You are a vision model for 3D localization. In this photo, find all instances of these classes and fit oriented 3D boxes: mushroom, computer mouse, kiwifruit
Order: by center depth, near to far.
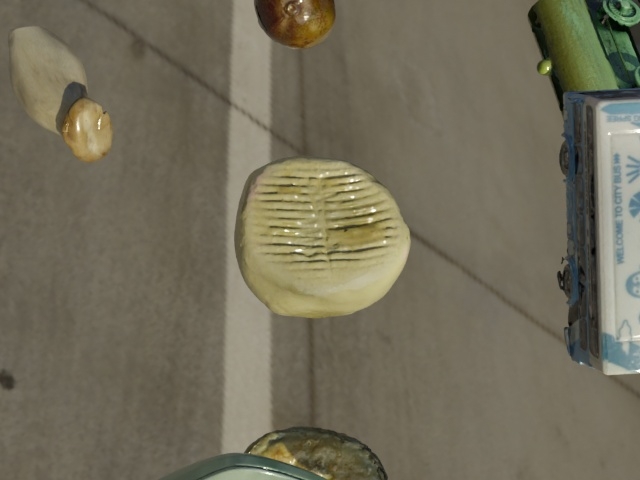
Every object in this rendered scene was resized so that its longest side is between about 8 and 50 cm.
[{"bbox_3d":[-0.022,-0.204,0.983,0.075,0.075,0.124,59,1,-7],"label":"kiwifruit"},{"bbox_3d":[-0.106,0.311,1.213,0.159,0.288,0.097,27,56,-27],"label":"computer mouse"},{"bbox_3d":[-0.321,-0.185,1.370,0.088,0.097,0.212,-7,47,-39],"label":"mushroom"}]

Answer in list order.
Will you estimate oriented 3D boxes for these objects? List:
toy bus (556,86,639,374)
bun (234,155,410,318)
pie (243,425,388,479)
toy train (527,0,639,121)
[{"bbox_3d":[0.316,-0.011,1.178,0.131,0.106,0.297,-122,-152,-82],"label":"toy bus"},{"bbox_3d":[0.000,0.000,1.255,0.128,0.193,0.178,103,-16,-71],"label":"bun"},{"bbox_3d":[-0.019,0.423,1.804,0.055,0.274,0.274,82,-4,-67],"label":"pie"},{"bbox_3d":[0.440,-0.285,1.770,0.190,0.126,0.307,7,53,-23],"label":"toy train"}]
